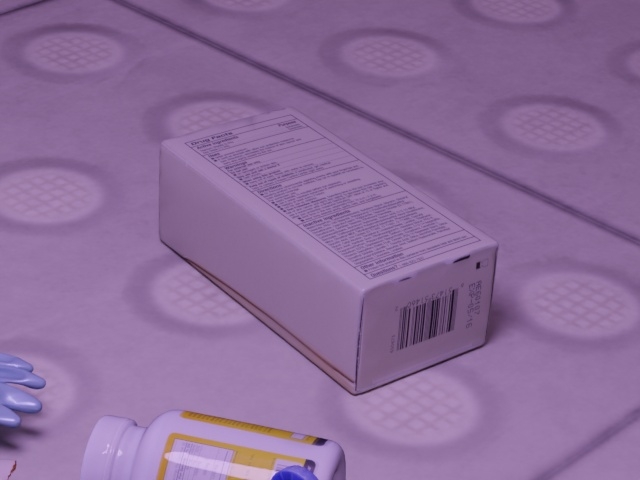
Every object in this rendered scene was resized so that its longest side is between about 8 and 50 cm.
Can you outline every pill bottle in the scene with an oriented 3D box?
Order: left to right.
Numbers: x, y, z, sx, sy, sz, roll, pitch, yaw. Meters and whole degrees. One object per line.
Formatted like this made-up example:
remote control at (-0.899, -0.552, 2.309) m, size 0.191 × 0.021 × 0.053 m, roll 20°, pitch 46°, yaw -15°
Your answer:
pill bottle at (-0.080, 0.183, 1.389) m, size 0.184 × 0.103 × 0.103 m, roll 10°, pitch 31°, yaw 11°

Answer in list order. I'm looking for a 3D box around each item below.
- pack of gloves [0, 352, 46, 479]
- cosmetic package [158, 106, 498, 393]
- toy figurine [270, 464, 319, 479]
pack of gloves at (-0.341, 0.159, 1.480) m, size 0.232 × 0.046 × 0.195 m, roll 7°, pitch 42°, yaw 10°
cosmetic package at (0.000, 0.000, 1.704) m, size 0.160 × 0.113 × 0.309 m, roll -17°, pitch 36°, yaw -32°
toy figurine at (-0.016, 0.219, 1.182) m, size 0.362 × 0.217 × 0.191 m, roll 19°, pitch 34°, yaw 38°
